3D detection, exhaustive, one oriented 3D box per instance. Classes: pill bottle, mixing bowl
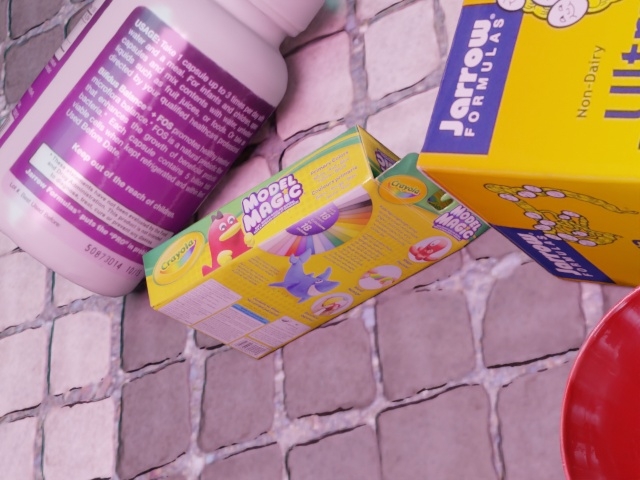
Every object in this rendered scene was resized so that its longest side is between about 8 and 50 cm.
[{"bbox_3d":[-0.133,-0.117,1.053,0.301,0.169,0.169,-51,49,6],"label":"pill bottle"},{"bbox_3d":[0.234,0.110,0.714,0.181,0.098,0.181,-17,60,31],"label":"mixing bowl"}]

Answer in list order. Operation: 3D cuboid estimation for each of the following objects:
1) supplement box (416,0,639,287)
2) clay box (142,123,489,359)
[{"bbox_3d":[0.267,-0.082,0.718,0.356,0.195,0.194,5,72,39],"label":"supplement box"},{"bbox_3d":[0.000,0.000,0.923,0.222,0.127,0.053,-30,54,21],"label":"clay box"}]
